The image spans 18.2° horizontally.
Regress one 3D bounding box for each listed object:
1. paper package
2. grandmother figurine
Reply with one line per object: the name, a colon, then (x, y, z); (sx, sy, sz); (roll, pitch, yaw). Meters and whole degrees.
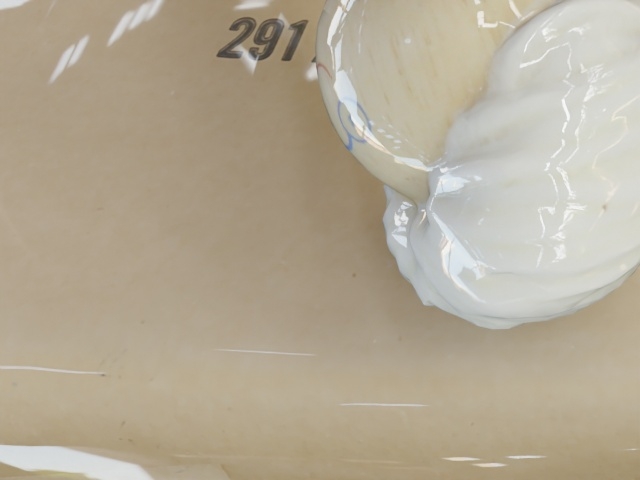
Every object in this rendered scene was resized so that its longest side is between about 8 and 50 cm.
paper package: (0.032, -0.027, 0.641); (0.324, 0.168, 0.310); (0, 51, 22)
grandmother figurine: (-0.013, -0.140, 0.457); (0.104, 0.208, 0.342); (-27, 88, 7)
